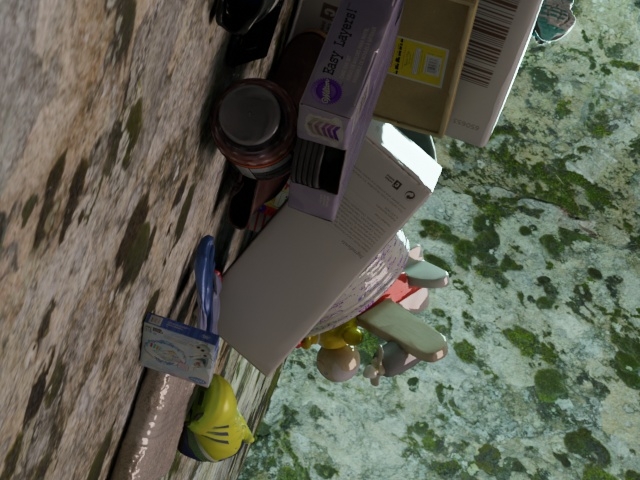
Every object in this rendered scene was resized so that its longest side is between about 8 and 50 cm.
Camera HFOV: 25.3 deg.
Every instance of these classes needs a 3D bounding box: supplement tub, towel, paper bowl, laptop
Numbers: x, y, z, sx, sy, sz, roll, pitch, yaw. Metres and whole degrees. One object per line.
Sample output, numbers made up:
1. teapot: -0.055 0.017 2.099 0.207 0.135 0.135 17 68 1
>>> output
1. supplement tub: -0.073 -0.132 1.673 0.198 0.106 0.106 61 48 -84
2. towel: -0.215 0.244 1.920 0.282 0.049 0.187 -4 113 -85
3. paper bowl: -0.006 0.020 2.367 0.148 0.284 0.284 58 33 -25
4. laptop: 0.008 -0.317 1.680 0.234 0.136 0.264 -50 158 -77

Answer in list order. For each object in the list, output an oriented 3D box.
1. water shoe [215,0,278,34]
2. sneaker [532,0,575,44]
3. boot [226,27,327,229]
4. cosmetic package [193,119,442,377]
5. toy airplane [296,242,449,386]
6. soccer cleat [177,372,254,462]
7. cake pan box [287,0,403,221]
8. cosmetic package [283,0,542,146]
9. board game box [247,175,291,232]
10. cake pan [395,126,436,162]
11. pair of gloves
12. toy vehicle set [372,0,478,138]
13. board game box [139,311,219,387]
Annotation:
1. water shoe: -0.057 -0.290 1.408 0.203 0.073 0.080 104 9 -46
2. sneaker: 0.362 -0.338 2.244 0.166 0.065 0.076 -61 174 -59
3. boot: -0.053 -0.151 1.938 0.207 0.090 0.248 -67 178 -64
4. cosmetic package: 0.000 0.000 2.066 0.365 0.155 0.197 -48 -177 16
5. toy airplane: 0.064 0.142 2.772 0.386 0.384 0.272 -62 160 -74
6. soccer cleat: -0.150 0.269 2.139 0.289 0.121 0.093 122 -17 -65
7. cake pan box: 0.034 -0.183 1.672 0.246 0.070 0.267 95 13 -64
8. cosmetic package: 0.169 -0.398 2.104 0.394 0.327 0.329 -62 171 -59
9. board game box: -0.027 -0.071 2.256 0.193 0.146 0.045 -67 175 -48
10. cake pan: 0.065 -0.177 2.300 0.054 0.293 0.293 -36 -161 37
11. pair of gloves: -0.153 0.088 1.898 0.198 0.023 0.159 84 8 -63
12. toy vehicle set: 0.109 -0.253 1.889 0.267 0.166 0.035 99 10 -54
13. board game box: -0.169 0.131 1.704 0.090 0.090 0.020 105 5 -49
